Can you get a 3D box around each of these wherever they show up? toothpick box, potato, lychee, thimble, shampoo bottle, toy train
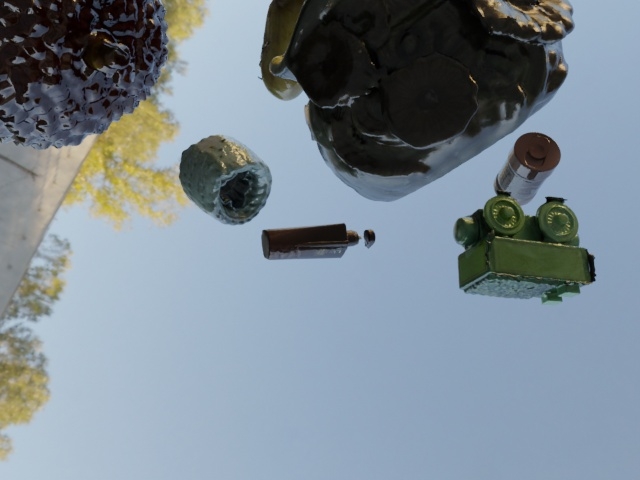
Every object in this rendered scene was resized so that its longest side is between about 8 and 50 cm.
[{"bbox_3d":[0.440,-0.151,1.293,0.098,0.149,0.099,1,-115,-2],"label":"toothpick box"},{"bbox_3d":[-0.046,-0.443,1.260,0.173,0.140,0.300,-73,-174,-65],"label":"potato"},{"bbox_3d":[-0.281,-0.220,0.610,0.300,0.264,0.264,34,-91,32],"label":"lychee"},{"bbox_3d":[-0.251,-0.163,1.576,0.172,0.250,0.205,39,-99,28],"label":"thimble"},{"bbox_3d":[0.000,0.002,1.210,0.068,0.236,0.067,140,-57,-64],"label":"shampoo bottle"},{"bbox_3d":[0.392,0.019,1.188,0.159,0.271,0.188,127,-33,-65],"label":"toy train"}]

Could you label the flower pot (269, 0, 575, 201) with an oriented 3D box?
[{"bbox_3d":[0.106,-0.184,0.639,0.301,0.213,0.302,-34,-178,2],"label":"flower pot"}]
